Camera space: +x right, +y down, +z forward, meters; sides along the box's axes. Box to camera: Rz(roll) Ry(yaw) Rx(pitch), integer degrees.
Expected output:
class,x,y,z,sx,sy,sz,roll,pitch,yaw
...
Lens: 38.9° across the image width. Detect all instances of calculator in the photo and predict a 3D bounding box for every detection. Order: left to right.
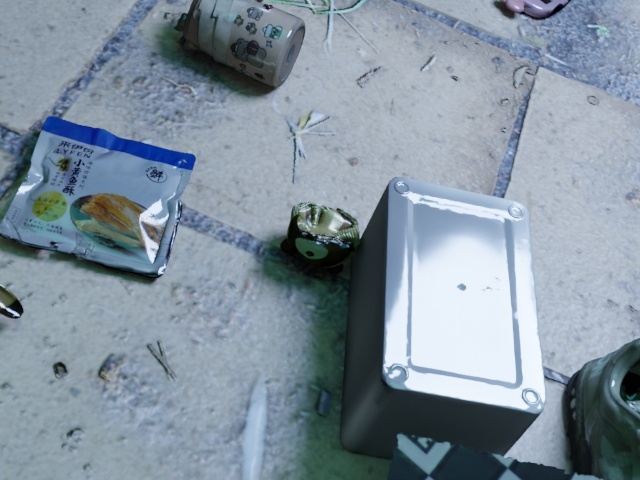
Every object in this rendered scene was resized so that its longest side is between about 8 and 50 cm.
class,x,y,z,sx,sy,sz,roll,pitch,yaw
calculator,0.324,-0.380,1.374,0.103,0.024,0.166,43,52,16

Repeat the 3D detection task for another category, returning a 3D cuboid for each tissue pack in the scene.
class,x,y,z,sx,sy,sz,roll,pitch,yaw
tissue pack,0.118,0.080,0.896,0.159,0.136,0.246,12,51,-8

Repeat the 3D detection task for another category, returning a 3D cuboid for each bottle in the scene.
class,x,y,z,sx,sy,sz,roll,pitch,yaw
bottle,-0.102,-0.258,1.113,0.152,0.099,0.099,25,51,7

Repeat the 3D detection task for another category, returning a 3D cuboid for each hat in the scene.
class,x,y,z,sx,sy,sz,roll,pitch,yaw
hat,0.000,0.000,0.971,0.077,0.059,0.076,13,35,-14

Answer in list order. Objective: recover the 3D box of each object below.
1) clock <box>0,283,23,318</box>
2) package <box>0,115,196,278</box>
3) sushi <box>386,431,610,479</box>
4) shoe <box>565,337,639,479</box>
class,x,y,z,sx,sy,sz,roll,pitch,yaw
clock,-0.389,0.012,0.841,0.232,0.069,0.170,41,53,14
package,-0.230,-0.049,0.958,0.171,0.027,0.173,13,55,-7
sushi,0.177,0.309,0.730,0.290,0.050,0.264,16,76,-3
shoe,0.311,0.218,0.842,0.109,0.149,0.293,8,52,-13
